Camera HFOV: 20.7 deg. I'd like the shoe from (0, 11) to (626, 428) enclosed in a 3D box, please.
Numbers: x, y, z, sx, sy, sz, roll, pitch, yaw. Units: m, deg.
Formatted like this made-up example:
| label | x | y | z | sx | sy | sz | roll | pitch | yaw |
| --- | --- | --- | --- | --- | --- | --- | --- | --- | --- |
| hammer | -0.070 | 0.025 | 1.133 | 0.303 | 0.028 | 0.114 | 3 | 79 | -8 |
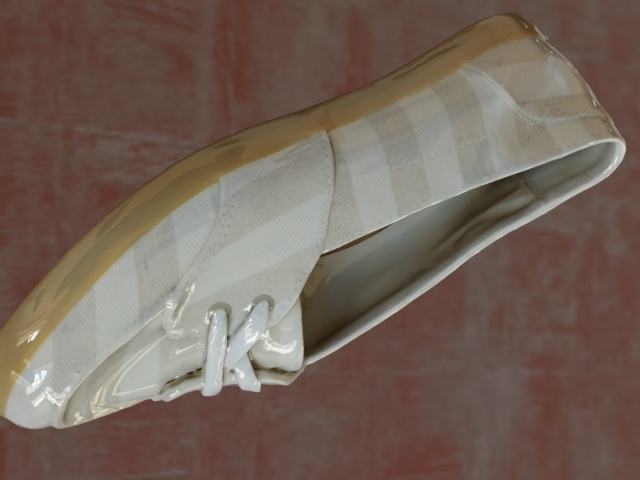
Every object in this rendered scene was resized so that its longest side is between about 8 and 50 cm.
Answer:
| label | x | y | z | sx | sy | sz | roll | pitch | yaw |
| --- | --- | --- | --- | --- | --- | --- | --- | --- | --- |
| shoe | 0.000 | 0.000 | 0.533 | 0.219 | 0.058 | 0.076 | -31 | 156 | -21 |
